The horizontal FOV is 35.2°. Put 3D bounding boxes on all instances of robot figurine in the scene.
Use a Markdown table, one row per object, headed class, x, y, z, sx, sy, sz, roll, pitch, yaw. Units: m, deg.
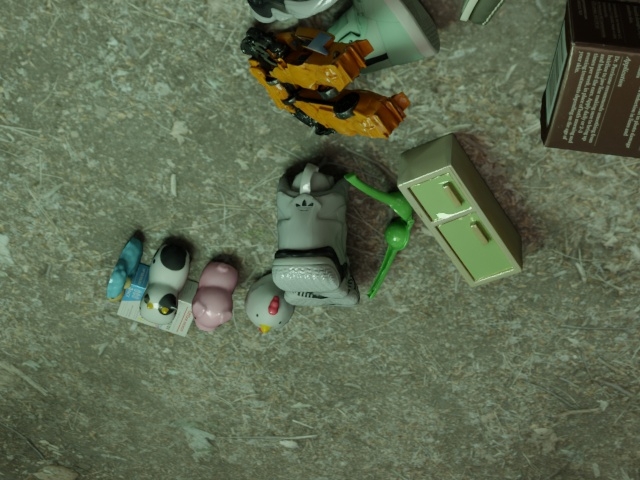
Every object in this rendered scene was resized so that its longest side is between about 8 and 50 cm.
| class | x | y | z | sx | sy | sz | roll | pitch | yaw |
| --- | --- | --- | --- | --- | --- | --- | --- | --- | --- |
| robot figurine | -0.002 | -0.236 | 1.490 | 0.211 | 0.085 | 0.291 | 51 | 165 | -32 |

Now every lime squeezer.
| class | x | y | z | sx | sy | sz | roll | pitch | yaw |
| --- | --- | --- | --- | --- | --- | --- | --- | --- | --- |
| lime squeezer | 0.117 | -0.017 | 1.763 | 0.059 | 0.110 | 0.310 | 35 | 152 | 35 |

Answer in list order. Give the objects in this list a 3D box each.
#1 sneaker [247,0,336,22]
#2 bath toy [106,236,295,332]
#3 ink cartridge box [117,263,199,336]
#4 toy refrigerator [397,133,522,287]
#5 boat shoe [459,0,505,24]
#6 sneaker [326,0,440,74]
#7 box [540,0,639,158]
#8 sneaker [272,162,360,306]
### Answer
| class | x | y | z | sx | sy | sz | roll | pitch | yaw |
| --- | --- | --- | --- | --- | --- | --- | --- | --- | --- |
| sneaker | -0.049 | -0.385 | 1.368 | 0.153 | 0.101 | 0.268 | 54 | 157 | -23 |
| bath toy | -0.215 | 0.100 | 1.878 | 0.348 | 0.129 | 0.151 | 13 | 97 | -8 |
| ink cartridge box | -0.297 | 0.123 | 1.988 | 0.181 | 0.061 | 0.104 | 19 | 134 | -9 |
| toy refrigerator | 0.241 | -0.043 | 1.716 | 0.102 | 0.094 | 0.269 | -20 | 127 | 26 |
| boat shoe | 0.289 | -0.404 | 1.347 | 0.091 | 0.109 | 0.305 | 25 | 129 | -9 |
| sneaker | 0.049 | -0.343 | 1.457 | 0.151 | 0.094 | 0.256 | -18 | 127 | 28 |
| box | 0.529 | -0.224 | 1.464 | 0.381 | 0.143 | 0.191 | 9 | 134 | 3 |
| sneaker | 0.000 | 0.000 | 1.776 | 0.137 | 0.210 | 0.366 | 2 | 168 | 8 |
